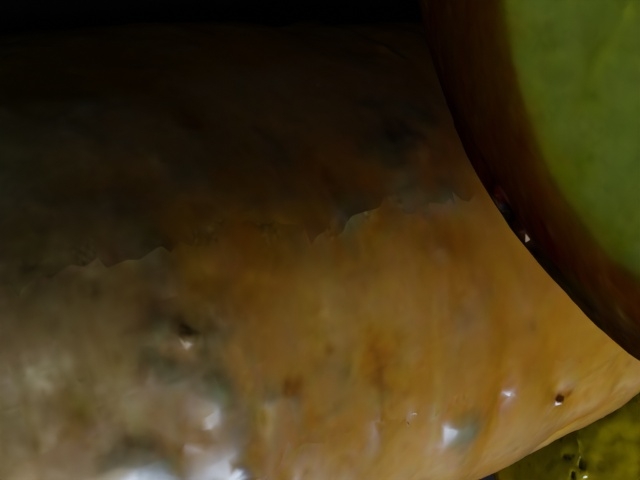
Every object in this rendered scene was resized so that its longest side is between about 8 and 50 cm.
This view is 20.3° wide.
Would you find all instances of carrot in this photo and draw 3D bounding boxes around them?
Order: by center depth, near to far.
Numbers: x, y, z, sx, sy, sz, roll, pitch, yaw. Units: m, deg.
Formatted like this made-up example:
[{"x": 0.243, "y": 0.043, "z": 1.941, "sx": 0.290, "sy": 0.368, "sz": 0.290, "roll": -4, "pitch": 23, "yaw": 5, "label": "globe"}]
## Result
[{"x": -0.046, "y": 0.020, "z": 0.691, "sx": 0.340, "sy": 0.224, "sz": 0.224, "roll": -15, "pitch": 162, "yaw": -29, "label": "carrot"}]

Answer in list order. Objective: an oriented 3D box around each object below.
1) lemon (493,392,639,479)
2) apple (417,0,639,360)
[{"x": 0.256, "y": 0.143, "z": 1.198, "sx": 0.293, "sy": 0.293, "sz": 0.293, "roll": -16, "pitch": 160, "yaw": -6, "label": "lemon"}, {"x": 0.217, "y": -0.108, "z": 0.458, "sx": 0.384, "sy": 0.374, "sz": 0.374, "roll": 22, "pitch": 154, "yaw": -2, "label": "apple"}]
